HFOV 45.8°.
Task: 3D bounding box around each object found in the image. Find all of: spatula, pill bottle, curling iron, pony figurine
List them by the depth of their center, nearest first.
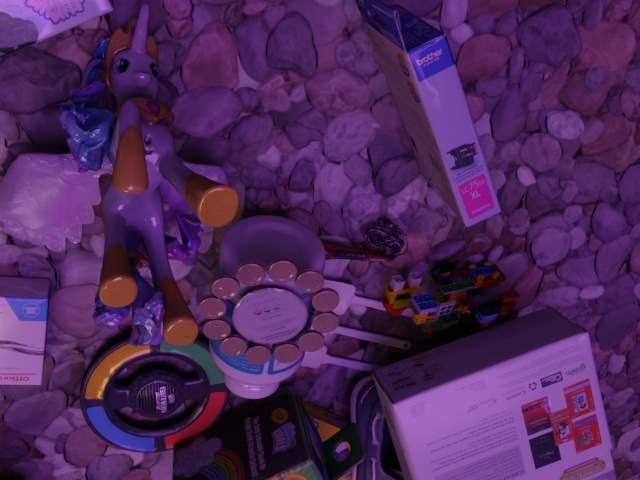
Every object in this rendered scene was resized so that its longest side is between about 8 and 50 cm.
[{"bbox_3d":[-0.219,-0.056,0.908,0.302,0.364,0.351,1,131,-25],"label":"pony figurine"},{"bbox_3d":[-0.084,0.106,1.093,0.146,0.146,0.264,0,127,-17],"label":"pill bottle"},{"bbox_3d":[0.000,0.000,1.146,0.273,0.035,0.068,0,95,-12],"label":"curling iron"},{"bbox_3d":[0.060,0.151,1.246,0.241,0.019,0.168,15,110,-23],"label":"spatula"}]

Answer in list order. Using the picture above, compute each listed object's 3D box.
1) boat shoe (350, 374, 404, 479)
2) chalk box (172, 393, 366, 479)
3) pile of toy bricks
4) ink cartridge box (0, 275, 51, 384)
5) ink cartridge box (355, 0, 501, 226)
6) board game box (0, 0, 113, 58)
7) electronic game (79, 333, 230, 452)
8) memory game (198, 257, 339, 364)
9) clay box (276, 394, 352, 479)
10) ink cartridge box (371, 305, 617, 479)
[{"bbox_3d":[0.120,0.388,1.272,0.116,0.099,0.320,-14,103,-25],"label":"boat shoe"},{"bbox_3d":[-0.063,0.378,1.172,0.288,0.180,0.179,-23,114,0],"label":"chalk box"},{"bbox_3d":[0.208,0.110,1.221,0.212,0.118,0.105,-8,134,-24],"label":"pile of toy bricks"},{"bbox_3d":[-0.440,0.143,1.065,0.104,0.060,0.180,4,114,-19],"label":"ink cartridge box"},{"bbox_3d":[0.141,-0.187,1.004,0.065,0.186,0.311,-28,120,1],"label":"ink cartridge box"},{"bbox_3d":[-0.441,-0.341,0.819,0.317,0.066,0.319,-25,120,-4],"label":"board game box"},{"bbox_3d":[-0.254,0.236,1.176,0.229,0.048,0.230,-7,117,-14],"label":"electronic game"},{"bbox_3d":[-0.065,0.095,0.986,0.186,0.012,0.186,-3,127,-4],"label":"memory game"},{"bbox_3d":[-0.006,0.359,1.310,0.222,0.053,0.127,28,104,-28],"label":"clay box"},{"bbox_3d":[0.270,0.289,1.168,0.309,0.130,0.272,-18,105,-6],"label":"ink cartridge box"}]
